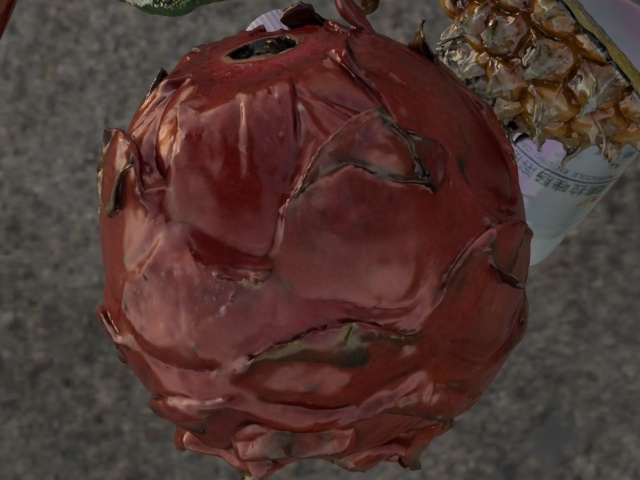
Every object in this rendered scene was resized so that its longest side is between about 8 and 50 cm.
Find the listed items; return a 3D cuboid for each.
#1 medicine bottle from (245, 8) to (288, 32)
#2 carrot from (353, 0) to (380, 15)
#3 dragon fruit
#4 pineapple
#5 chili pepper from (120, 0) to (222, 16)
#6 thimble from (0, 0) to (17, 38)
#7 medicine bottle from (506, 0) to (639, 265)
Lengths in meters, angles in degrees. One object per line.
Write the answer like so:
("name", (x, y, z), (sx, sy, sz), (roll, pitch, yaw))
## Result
("medicine bottle", (-0.006, -0.144, 1.599), (0.083, 0.083, 0.203), (-44, 63, 19))
("carrot", (0.027, -0.241, 1.401), (0.032, 0.032, 0.093), (-10, 127, 26))
("dragon fruit", (-0.004, 0.008, 0.834), (0.241, 0.241, 0.252), (-31, 97, 23))
("pineapple", (0.112, -0.095, 1.285), (0.271, 0.262, 0.262), (-40, 71, 14))
("chili pepper", (-0.095, -0.181, 1.069), (0.073, 0.050, 0.182), (-53, 25, -19))
("thimble", (-0.258, -0.139, 0.450), (0.230, 0.350, 0.350), (-15, 80, 46))
("medicine bottle", (0.227, -0.104, 1.535), (0.152, 0.152, 0.254), (52, 137, 19))
